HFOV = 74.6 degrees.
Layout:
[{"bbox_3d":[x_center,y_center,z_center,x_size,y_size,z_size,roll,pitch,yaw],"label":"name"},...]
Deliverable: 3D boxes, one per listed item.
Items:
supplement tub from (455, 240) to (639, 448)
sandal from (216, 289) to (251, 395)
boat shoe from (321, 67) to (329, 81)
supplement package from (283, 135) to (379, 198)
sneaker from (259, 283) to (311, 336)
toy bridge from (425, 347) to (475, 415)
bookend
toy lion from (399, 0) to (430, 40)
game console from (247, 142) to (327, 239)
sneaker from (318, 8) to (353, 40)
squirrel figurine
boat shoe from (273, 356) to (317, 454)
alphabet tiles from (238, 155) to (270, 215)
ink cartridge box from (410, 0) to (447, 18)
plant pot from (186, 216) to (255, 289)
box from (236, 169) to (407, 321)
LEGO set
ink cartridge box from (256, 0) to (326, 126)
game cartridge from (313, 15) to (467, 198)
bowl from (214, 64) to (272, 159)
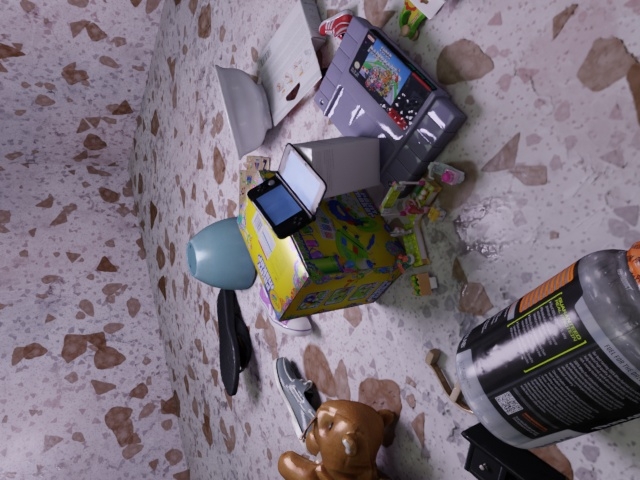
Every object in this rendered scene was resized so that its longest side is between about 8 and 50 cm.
[{"bbox_3d":[0.353,0.143,0.562,0.316,0.194,0.193,-54,52,44],"label":"supplement tub"},{"bbox_3d":[-0.336,0.383,1.669,0.167,0.107,0.445,-54,39,44],"label":"sandal"},{"bbox_3d":[0.030,-0.415,1.092,0.133,0.042,0.048,56,138,37],"label":"boat shoe"},{"bbox_3d":[0.026,-0.157,0.886,0.105,0.180,0.105,21,122,50],"label":"supplement package"},{"bbox_3d":[-0.112,0.174,1.312,0.282,0.102,0.160,35,118,48],"label":"sneaker"},{"bbox_3d":[0.277,0.294,0.833,0.188,0.026,0.063,40,126,46],"label":"toy bridge"},{"bbox_3d":[0.321,0.440,0.746,0.157,0.073,0.156,27,116,51],"label":"bookend"},{"bbox_3d":[0.196,-0.481,0.860,0.100,0.034,0.095,-44,52,48],"label":"toy lion"},{"bbox_3d":[-0.070,-0.096,0.817,0.144,0.124,0.085,52,168,29],"label":"game console"},{"bbox_3d":[0.037,-0.529,1.067,0.119,0.042,0.066,-1,90,53],"label":"sneaker"},{"bbox_3d":[0.089,0.581,0.979,0.397,0.281,0.369,29,107,39],"label":"squirrel figurine"},{"bbox_3d":[-0.052,0.483,1.292,0.099,0.116,0.319,-34,47,3],"label":"boat shoe"},{"bbox_3d":[-0.232,-0.131,1.522,0.285,0.011,0.341,18,109,52],"label":"alphabet tiles"},{"bbox_3d":[0.222,-0.514,0.757,0.180,0.060,0.104,-47,56,30],"label":"ink cartridge box"},{"bbox_3d":[-0.397,0.060,1.604,0.290,0.196,0.289,17,111,55],"label":"plant pot"},{"bbox_3d":[0.000,0.000,0.974,0.177,0.280,0.289,-57,49,41],"label":"box"},{"bbox_3d":[0.184,-0.024,0.858,0.132,0.107,0.286,33,120,49],"label":"LEGO set"},{"bbox_3d":[-0.078,-0.503,1.220,0.275,0.060,0.238,-26,77,52],"label":"ink cartridge box"},{"bbox_3d":[0.129,-0.294,0.917,0.354,0.068,0.230,56,140,25],"label":"game cartridge"},{"bbox_3d":[-0.237,-0.417,1.345,0.298,0.134,0.297,166,90,-83],"label":"bowl"}]
